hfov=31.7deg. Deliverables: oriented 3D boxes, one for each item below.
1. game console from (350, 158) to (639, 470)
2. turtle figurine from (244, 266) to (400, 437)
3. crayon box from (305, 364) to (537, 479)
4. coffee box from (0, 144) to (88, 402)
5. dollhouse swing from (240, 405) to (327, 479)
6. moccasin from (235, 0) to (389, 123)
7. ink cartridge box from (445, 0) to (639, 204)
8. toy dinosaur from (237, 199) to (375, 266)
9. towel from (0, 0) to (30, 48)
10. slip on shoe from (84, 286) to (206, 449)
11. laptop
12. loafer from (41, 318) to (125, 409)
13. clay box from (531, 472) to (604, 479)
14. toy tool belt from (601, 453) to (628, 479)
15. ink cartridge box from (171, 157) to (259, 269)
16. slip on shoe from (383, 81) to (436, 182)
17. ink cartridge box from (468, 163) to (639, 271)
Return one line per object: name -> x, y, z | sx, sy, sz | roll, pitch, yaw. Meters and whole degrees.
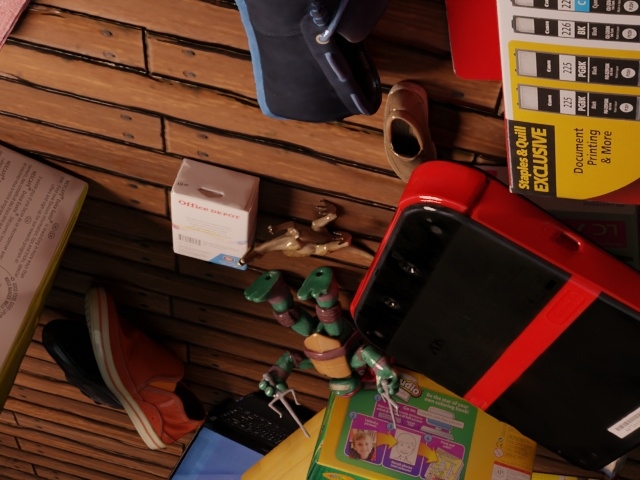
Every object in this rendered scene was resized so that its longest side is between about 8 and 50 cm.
game console -> 0.204, 0.090, 1.138 | 0.342, 0.060, 0.386 | 30, 155, 5
turtle figurine -> 0.005, 0.139, 1.384 | 0.175, 0.118, 0.234 | -16, 120, 16
crayon box -> 0.138, 0.269, 1.469 | 0.278, 0.165, 0.081 | 17, 147, 1
coffee box -> -0.508, 0.077, 1.319 | 0.334, 0.338, 0.337 | 23, 147, -10
dollhouse swing -> 0.061, 0.487, 1.623 | 0.346, 0.305, 0.315 | 33, 124, -21
moccasin -> 0.003, -0.209, 0.879 | 0.116, 0.138, 0.342 | 7, 160, 7
ink cartridge box -> 0.206, -0.168, 0.820 | 0.271, 0.130, 0.309 | 6, 146, 18
toy dinosaur -> 0.000, 0.000, 1.245 | 0.183, 0.053, 0.092 | 2, 154, -19
towel -> -0.393, -0.308, 0.976 | 0.329, 0.037, 0.237 | 31, 147, -18
slip on shoe -> -0.247, 0.174, 1.576 | 0.101, 0.123, 0.331 | -21, 135, -1
laptop -> -0.081, 0.362, 1.734 | 0.234, 0.137, 0.264 | 29, 151, -18
loafer -> -0.347, 0.188, 1.653 | 0.078, 0.076, 0.223 | -8, 144, 22
clay box -> 0.378, 0.394, 1.650 | 0.222, 0.053, 0.127 | 3, 145, 23
toy tool belt -> 0.380, 0.289, 1.506 | 0.051, 0.052, 0.083 | 38, 153, 27
ink cartridge box -> -0.116, -0.028, 1.248 | 0.088, 0.052, 0.122 | 15, 149, 3
slip on shoe -> 0.084, -0.091, 1.071 | 0.051, 0.041, 0.135 | 10, 147, 11
ink cartridge box -> 0.244, 0.041, 1.180 | 0.185, 0.065, 0.311 | 4, 147, 20
